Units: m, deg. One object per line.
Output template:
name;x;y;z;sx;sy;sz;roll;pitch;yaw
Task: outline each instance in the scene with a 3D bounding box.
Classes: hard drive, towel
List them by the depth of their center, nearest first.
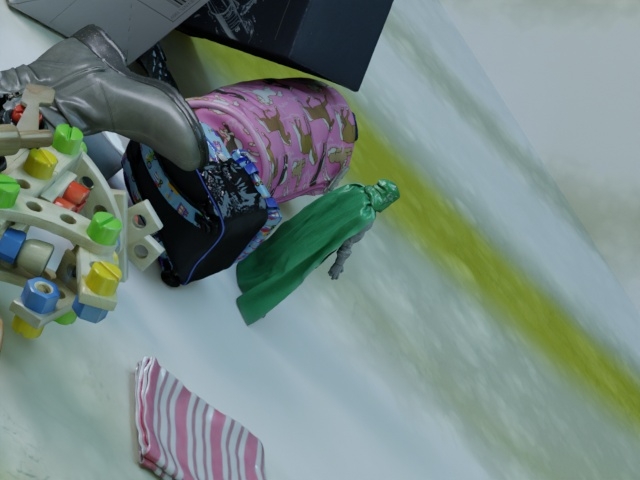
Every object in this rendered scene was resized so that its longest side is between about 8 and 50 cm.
towel;-0.116;0.216;1.858;0.197;0.029;0.144;39;25;-32
hard drive;-0.276;-0.099;2.038;0.094;0.022;0.135;51;21;-5

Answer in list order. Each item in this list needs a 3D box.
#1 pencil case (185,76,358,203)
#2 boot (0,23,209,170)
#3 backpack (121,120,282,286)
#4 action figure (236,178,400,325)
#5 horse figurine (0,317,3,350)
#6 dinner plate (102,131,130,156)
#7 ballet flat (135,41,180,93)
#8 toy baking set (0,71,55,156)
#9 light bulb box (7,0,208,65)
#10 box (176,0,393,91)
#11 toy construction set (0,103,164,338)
pencil case;-0.078;-0.116;2.304;0.167;0.160;0.386;18;14;16
boot;-0.246;-0.124;1.933;0.161;0.083;0.246;-32;56;-29
backpack;-0.144;-0.058;2.046;0.117;0.158;0.173;-19;70;-36
action figure;0.000;0.000;2.165;0.063;0.232;0.137;37;26;-37
horse figurine;-0.339;0.084;1.548;0.174;0.066;0.263;44;24;-7
dinner plate;-0.230;-0.140;2.213;0.141;0.017;0.141;43;21;-21
ballet flat;-0.208;-0.193;2.326;0.057;0.049;0.173;76;-8;-68
toy baking set;-0.348;-0.129;1.732;0.256;0.030;0.197;-4;30;-33
light bulb box;-0.239;-0.483;2.263;0.225;0.358;0.361;28;33;-52
box;-0.051;-0.415;2.414;0.312;0.343;0.179;21;1;33
toy construction set;-0.254;-0.021;1.775;0.215;0.151;0.328;28;13;3
